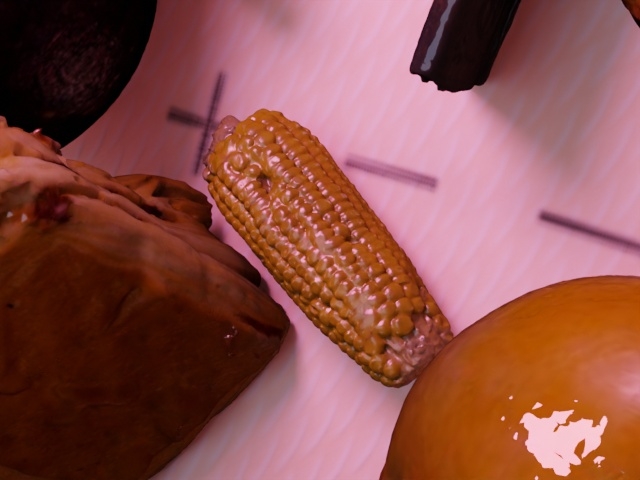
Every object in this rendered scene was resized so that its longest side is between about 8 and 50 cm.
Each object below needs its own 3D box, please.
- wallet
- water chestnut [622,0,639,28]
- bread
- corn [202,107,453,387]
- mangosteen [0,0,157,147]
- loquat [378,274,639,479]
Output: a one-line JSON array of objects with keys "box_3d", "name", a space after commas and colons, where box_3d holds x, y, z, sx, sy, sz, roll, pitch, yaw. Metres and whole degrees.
[{"box_3d": [0.145, -0.255, 1.261, 0.044, 0.170, 0.321, 23, 101, 12], "name": "wallet"}, {"box_3d": [0.275, -0.244, 1.130, 0.289, 0.244, 0.289, 4, 97, 30], "name": "water chestnut"}, {"box_3d": [-0.213, 0.049, 1.419, 0.277, 0.324, 0.167, -44, 43, 22], "name": "bread"}, {"box_3d": [0.000, 0.000, 1.384, 0.097, 0.097, 0.262, -50, 65, 21], "name": "corn"}, {"box_3d": [-0.256, -0.251, 1.435, 0.435, 0.382, 0.382, -23, 73, -5], "name": "mangosteen"}, {"box_3d": [0.207, 0.179, 1.130, 0.359, 0.328, 0.328, -3, 85, -11], "name": "loquat"}]
